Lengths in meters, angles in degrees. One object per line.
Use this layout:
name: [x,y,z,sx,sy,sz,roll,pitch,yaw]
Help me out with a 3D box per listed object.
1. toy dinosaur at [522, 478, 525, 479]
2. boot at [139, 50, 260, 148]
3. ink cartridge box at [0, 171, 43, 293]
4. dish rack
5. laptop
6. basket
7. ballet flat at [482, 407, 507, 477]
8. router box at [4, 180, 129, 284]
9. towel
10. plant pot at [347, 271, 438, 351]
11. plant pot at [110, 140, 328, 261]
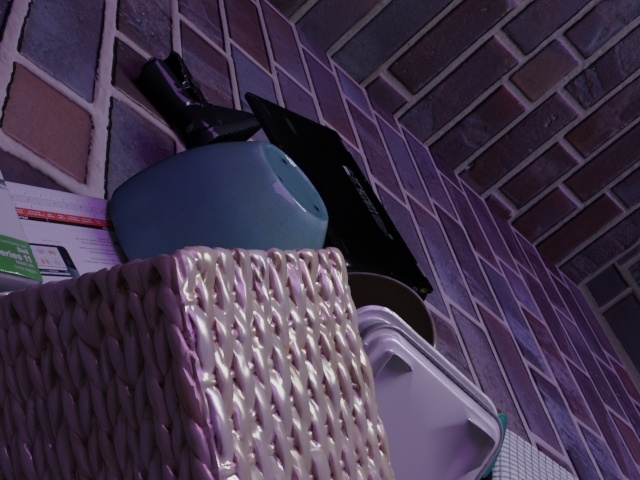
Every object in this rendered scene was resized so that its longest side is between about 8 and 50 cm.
toy dinosaur: [0.259,0.445,1.304,0.322,0.164,0.218,51,6,18]
boot: [-0.232,-0.278,1.841,0.207,0.094,0.246,55,26,4]
ink cartridge box: [-0.381,-0.004,0.922,0.087,0.153,0.208,20,36,-56]
dish rack: [0.067,0.279,1.131,0.285,0.333,0.072,42,-11,-21]
laptop: [0.000,0.000,1.656,0.408,0.236,0.382,17,37,-52]
basket: [-0.119,0.176,0.840,0.328,0.266,0.331,0,74,-64]
ballet flat: [0.226,0.377,1.585,0.342,0.124,0.116,-45,134,-59]
router box: [-0.271,0.079,1.113,0.301,0.082,0.335,58,21,21]
towel: [0.406,0.498,1.719,0.283,0.121,0.235,34,19,-2]
plant pot: [0.044,0.214,1.337,0.284,0.284,0.191,-108,176,-48]
plant pot: [-0.106,-0.020,1.245,0.290,0.195,0.290,46,16,-17]
